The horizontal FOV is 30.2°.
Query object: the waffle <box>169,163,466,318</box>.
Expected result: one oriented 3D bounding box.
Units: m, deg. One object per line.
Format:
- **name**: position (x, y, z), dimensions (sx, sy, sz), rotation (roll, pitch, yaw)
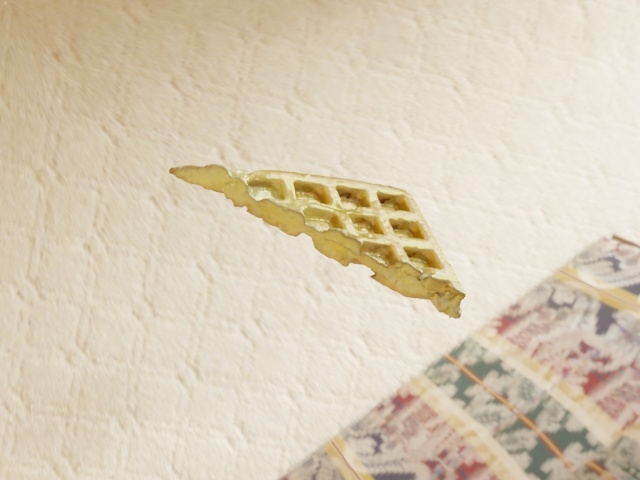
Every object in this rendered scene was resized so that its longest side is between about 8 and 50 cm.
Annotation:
- **waffle**: position (0.000, 0.000, 0.813), dimensions (0.191, 0.125, 0.032), rotation (5, 135, -33)
